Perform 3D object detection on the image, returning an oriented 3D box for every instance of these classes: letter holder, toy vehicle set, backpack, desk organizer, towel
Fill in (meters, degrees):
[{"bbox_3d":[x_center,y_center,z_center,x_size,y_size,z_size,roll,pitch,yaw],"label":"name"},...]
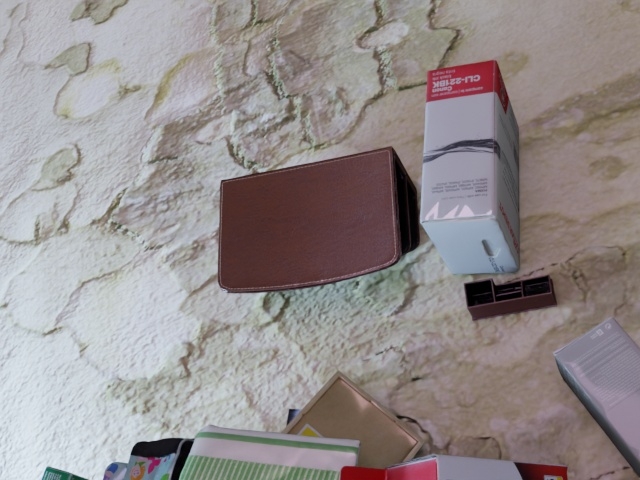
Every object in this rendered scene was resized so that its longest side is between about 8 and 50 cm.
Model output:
[{"bbox_3d":[0.000,0.000,1.416,0.302,0.152,0.214,-10,63,18],"label":"letter holder"},{"bbox_3d":[0.004,0.329,1.223,0.166,0.035,0.267,39,60,14],"label":"toy vehicle set"},{"bbox_3d":[-0.208,0.427,1.234,0.191,0.225,0.253,-15,56,25],"label":"backpack"},{"bbox_3d":[0.286,0.081,1.313,0.130,0.050,0.047,-12,61,16],"label":"desk organizer"},{"bbox_3d":[-0.083,0.400,1.094,0.248,0.038,0.324,4,60,11],"label":"towel"}]

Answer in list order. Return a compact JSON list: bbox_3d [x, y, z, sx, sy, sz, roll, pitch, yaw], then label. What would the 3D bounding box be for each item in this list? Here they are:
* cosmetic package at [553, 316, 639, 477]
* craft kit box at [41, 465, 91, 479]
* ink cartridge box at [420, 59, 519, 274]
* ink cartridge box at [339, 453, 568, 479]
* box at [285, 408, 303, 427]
[{"bbox_3d":[0.422,0.231,1.137,0.107,0.127,0.238,-32,55,4],"label":"cosmetic package"},{"bbox_3d":[-0.349,0.479,1.254,0.061,0.246,0.249,7,68,24],"label":"craft kit box"},{"bbox_3d":[0.237,-0.106,1.343,0.114,0.197,0.272,-6,62,21],"label":"ink cartridge box"},{"bbox_3d":[0.166,0.424,1.037,0.130,0.272,0.309,-37,48,56],"label":"ink cartridge box"},{"bbox_3d":[-0.007,0.360,1.299,0.114,0.036,0.207,-2,64,22],"label":"box"}]
